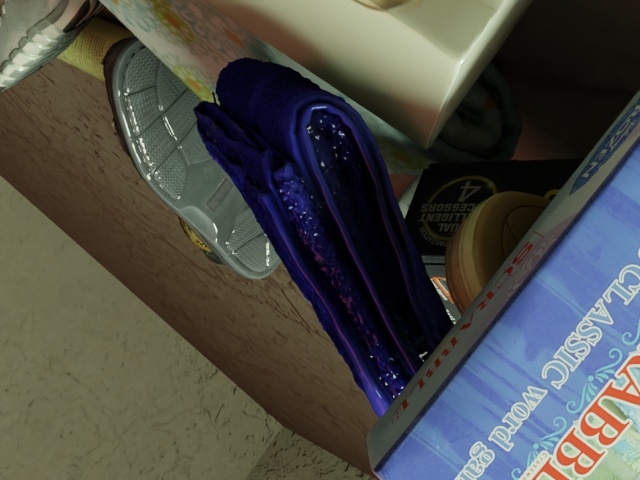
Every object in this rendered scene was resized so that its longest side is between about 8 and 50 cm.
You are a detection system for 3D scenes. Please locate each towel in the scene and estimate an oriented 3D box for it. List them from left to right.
[{"bbox_3d":[-0.056,-0.187,0.849,0.374,0.090,0.320,44,165,-25],"label":"towel"},{"bbox_3d":[0.000,0.000,0.703,0.228,0.076,0.308,64,176,-17],"label":"towel"}]

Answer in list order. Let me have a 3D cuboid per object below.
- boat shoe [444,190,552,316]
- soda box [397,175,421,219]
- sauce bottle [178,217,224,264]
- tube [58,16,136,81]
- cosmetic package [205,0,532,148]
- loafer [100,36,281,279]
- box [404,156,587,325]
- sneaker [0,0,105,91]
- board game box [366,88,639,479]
[{"bbox_3d":[0.160,0.080,0.656,0.098,0.109,0.302,-10,142,47],"label":"boat shoe"},{"bbox_3d":[0.087,0.024,1.145,0.091,0.098,0.286,36,164,2],"label":"soda box"},{"bbox_3d":[-0.126,-0.047,1.382,0.111,0.111,0.344,34,165,10],"label":"sauce bottle"},{"bbox_3d":[-0.226,-0.205,1.225,0.240,0.062,0.070,27,174,29],"label":"tube"},{"bbox_3d":[-0.022,-0.207,0.570,0.309,0.160,0.113,33,164,7],"label":"cosmetic package"},{"bbox_3d":[-0.137,-0.076,1.089,0.095,0.109,0.302,20,151,44],"label":"loafer"},{"bbox_3d":[0.279,0.090,0.791,0.318,0.097,0.395,0,145,38],"label":"box"},{"bbox_3d":[-0.316,-0.257,1.161,0.228,0.086,0.132,-29,102,41],"label":"sneaker"},{"bbox_3d":[0.242,0.073,0.520,0.318,0.319,0.066,37,-175,-4],"label":"board game box"}]
